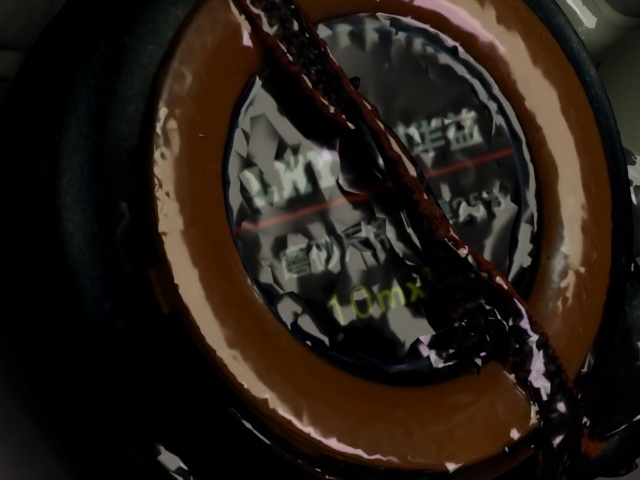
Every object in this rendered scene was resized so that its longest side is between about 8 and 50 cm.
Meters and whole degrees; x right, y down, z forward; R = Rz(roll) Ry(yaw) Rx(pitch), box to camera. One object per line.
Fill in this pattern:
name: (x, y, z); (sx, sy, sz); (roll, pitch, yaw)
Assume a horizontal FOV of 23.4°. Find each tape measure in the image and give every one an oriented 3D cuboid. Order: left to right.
tape measure: (0.000, 0.000, 0.486); (0.202, 0.135, 0.223); (-19, 93, -29)

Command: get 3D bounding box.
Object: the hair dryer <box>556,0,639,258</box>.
hair dryer: (0.127, -0.111, 0.658); (0.219, 0.088, 0.225); (-17, 79, -46)
